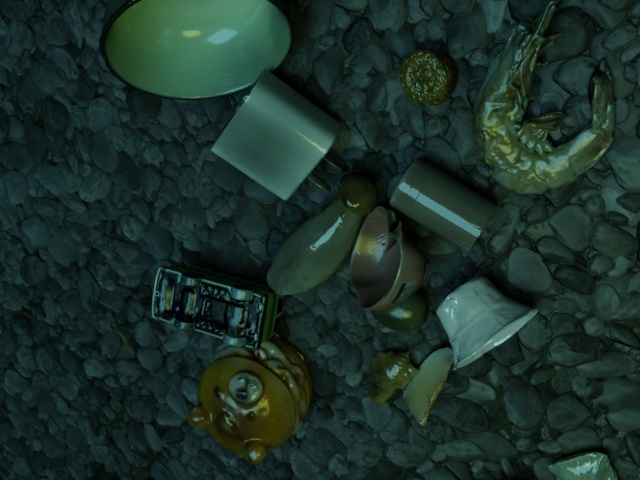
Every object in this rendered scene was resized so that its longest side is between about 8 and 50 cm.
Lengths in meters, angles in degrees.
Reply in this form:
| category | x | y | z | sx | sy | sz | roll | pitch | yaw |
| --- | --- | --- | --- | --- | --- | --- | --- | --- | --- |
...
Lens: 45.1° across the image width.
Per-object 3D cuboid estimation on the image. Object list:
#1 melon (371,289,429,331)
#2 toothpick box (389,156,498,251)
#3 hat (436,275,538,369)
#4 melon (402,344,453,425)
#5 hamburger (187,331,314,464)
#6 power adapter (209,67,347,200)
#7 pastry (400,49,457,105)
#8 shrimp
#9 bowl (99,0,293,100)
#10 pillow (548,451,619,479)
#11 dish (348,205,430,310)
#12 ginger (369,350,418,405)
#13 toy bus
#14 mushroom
| category | x | y | z | sx | sy | sz | roll | pitch | yaw |
| --- | --- | --- | --- | --- | --- | --- | --- | --- | --- |
| melon | 0.161 | 0.138 | 1.594 | 0.130 | 0.098 | 0.098 | 10 | 115 | 30 |
| toothpick box | 0.232 | -0.069 | 1.466 | 0.180 | 0.111 | 0.111 | 32 | 121 | 10 |
| hat | 0.307 | 0.148 | 1.500 | 0.203 | 0.203 | 0.126 | -45 | 69 | 32 |
| melon | 0.237 | 0.291 | 1.629 | 0.054 | 0.098 | 0.182 | 19 | 104 | -10 |
| hamburger | -0.166 | 0.365 | 1.768 | 0.276 | 0.237 | 0.276 | 9 | 115 | 20 |
| power adapter | -0.065 | -0.191 | 1.536 | 0.255 | 0.124 | 0.187 | 33 | 125 | -13 |
| pastry | 0.200 | -0.301 | 1.420 | 0.097 | 0.057 | 0.109 | -26 | 95 | 37 |
| shrimp | 0.394 | -0.243 | 1.341 | 0.247 | 0.085 | 0.360 | 9 | 118 | 13 |
| bowl | -0.239 | -0.435 | 1.450 | 0.354 | 0.354 | 0.185 | -26 | 64 | 32 |
| pillow | 0.567 | 0.537 | 1.586 | 0.128 | 0.051 | 0.229 | -20 | 103 | 34 |
| dish | 0.145 | 0.041 | 1.527 | 0.090 | 0.213 | 0.213 | 12 | 124 | -23 |
| ginger | 0.140 | 0.298 | 1.689 | 0.096 | 0.067 | 0.165 | 39 | 126 | 5 |
| toy bus | -0.226 | 0.141 | 1.745 | 0.276 | 0.165 | 0.133 | 15 | 101 | 21 |
| mushroom | 0.000 | 0.000 | 1.596 | 0.128 | 0.128 | 0.350 | 42 | 123 | 5 |
